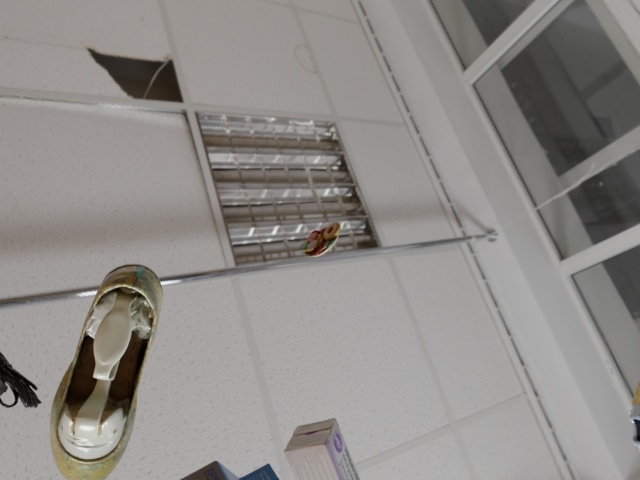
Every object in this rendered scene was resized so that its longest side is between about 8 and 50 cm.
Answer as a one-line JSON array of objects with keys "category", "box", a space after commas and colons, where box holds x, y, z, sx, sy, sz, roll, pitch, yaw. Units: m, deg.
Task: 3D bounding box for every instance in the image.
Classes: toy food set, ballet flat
[{"category": "toy food set", "box": [0.000, 0.000, 0.913, 0.020, 0.083, 0.083, 51, -125, -29]}, {"category": "ballet flat", "box": [-0.314, 0.205, 0.691, 0.123, 0.123, 0.349, 17, -91, -24]}]

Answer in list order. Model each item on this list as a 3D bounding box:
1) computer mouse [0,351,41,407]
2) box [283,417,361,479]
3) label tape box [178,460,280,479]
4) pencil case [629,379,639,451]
[{"category": "computer mouse", "box": [-0.535, 0.172, 0.689, 0.188, 0.272, 0.072, 31, -100, 13]}, {"category": "box", "box": [0.045, 0.405, 0.646, 0.324, 0.067, 0.063, 68, -161, -4]}, {"category": "label tape box", "box": [-0.170, 0.504, 0.781, 0.333, 0.106, 0.240, -18, -143, -32]}, {"category": "pencil case", "box": [0.348, 0.132, 0.296, 0.124, 0.273, 0.114, 20, -107, -15]}]
